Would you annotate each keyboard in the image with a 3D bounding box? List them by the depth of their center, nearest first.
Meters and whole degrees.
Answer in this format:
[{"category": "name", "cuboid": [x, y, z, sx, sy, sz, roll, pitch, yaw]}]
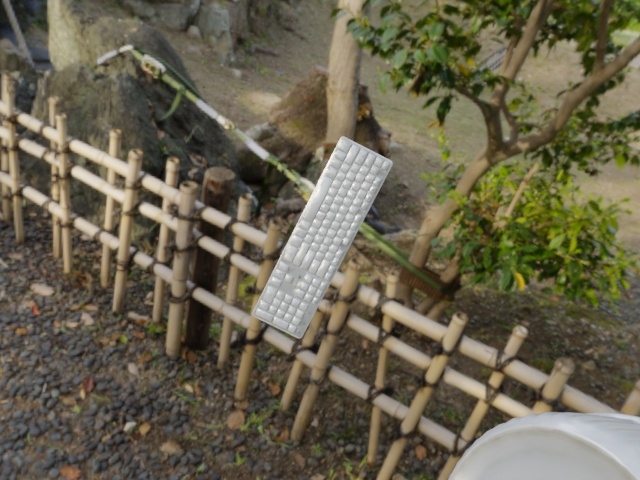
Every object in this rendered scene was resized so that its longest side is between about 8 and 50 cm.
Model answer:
[{"category": "keyboard", "cuboid": [0.000, 0.000, 0.688, 0.072, 0.255, 0.014, 26, 9, -9]}]

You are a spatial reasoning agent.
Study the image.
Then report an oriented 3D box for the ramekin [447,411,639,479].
[{"category": "ramekin", "cuboid": [0.170, 0.209, 0.350, 0.109, 0.207, 0.207, 25, 22, -33]}]
